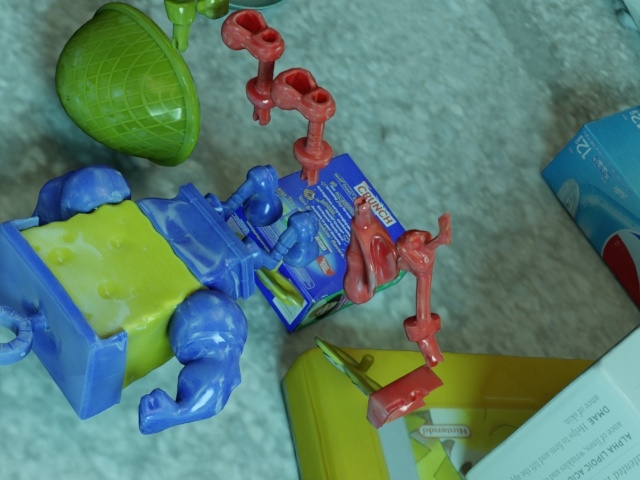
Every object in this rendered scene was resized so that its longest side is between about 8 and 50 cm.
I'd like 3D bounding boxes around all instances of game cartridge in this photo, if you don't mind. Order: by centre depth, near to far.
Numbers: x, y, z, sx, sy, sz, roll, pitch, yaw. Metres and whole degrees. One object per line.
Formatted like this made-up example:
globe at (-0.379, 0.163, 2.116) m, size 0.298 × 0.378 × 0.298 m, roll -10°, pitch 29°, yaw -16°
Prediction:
game cartridge at (0.138, 0.218, 0.988) m, size 0.285 × 0.052 × 0.323 m, roll 4°, pitch 53°, yaw -28°

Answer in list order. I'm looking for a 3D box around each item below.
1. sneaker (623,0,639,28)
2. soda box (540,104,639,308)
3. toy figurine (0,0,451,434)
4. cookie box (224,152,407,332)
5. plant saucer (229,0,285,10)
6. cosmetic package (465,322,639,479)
sneaker at (0.341, -0.144, 1.341) m, size 0.152 × 0.114 × 0.305 m, roll -25°, pitch 71°, yaw -42°
soda box at (0.262, 0.004, 1.214) m, size 0.071 × 0.067 × 0.210 m, roll -20°, pitch 68°, yaw -39°
toy figurine at (-0.118, -0.015, 0.918) m, size 0.217 × 0.191 × 0.362 m, roll -27°, pitch 59°, yaw -26°
cookie box at (0.000, 0.000, 1.080) m, size 0.107 × 0.040 × 0.092 m, roll -23°, pitch 70°, yaw -40°
plant saucer at (-0.073, -0.214, 1.214) m, size 0.119 × 0.021 × 0.119 m, roll 16°, pitch 49°, yaw -19°
cosmetic package at (0.220, 0.144, 0.956) m, size 0.183 × 0.151 × 0.151 m, roll 49°, pitch 49°, yaw 10°
